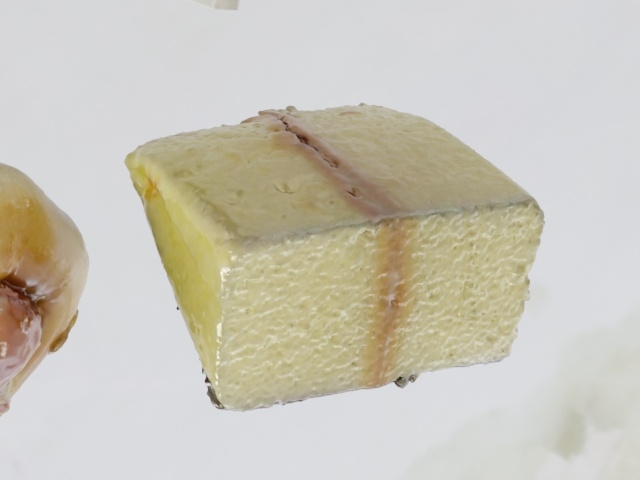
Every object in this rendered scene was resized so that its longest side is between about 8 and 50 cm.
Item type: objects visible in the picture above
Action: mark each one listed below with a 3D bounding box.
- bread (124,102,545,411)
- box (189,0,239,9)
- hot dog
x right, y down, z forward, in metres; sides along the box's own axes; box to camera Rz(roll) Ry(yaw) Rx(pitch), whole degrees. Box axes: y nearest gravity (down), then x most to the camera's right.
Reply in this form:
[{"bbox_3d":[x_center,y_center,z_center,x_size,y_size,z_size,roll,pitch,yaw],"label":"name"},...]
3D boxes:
[{"bbox_3d":[0.000,0.000,1.317,0.240,0.178,0.135,-10,-55,-30],"label":"bread"},{"bbox_3d":[-0.083,-0.179,1.254,0.024,0.083,0.054,-5,-69,-47],"label":"box"},{"bbox_3d":[-0.278,0.058,1.313,0.150,0.256,0.153,44,-139,-39],"label":"hot dog"}]
